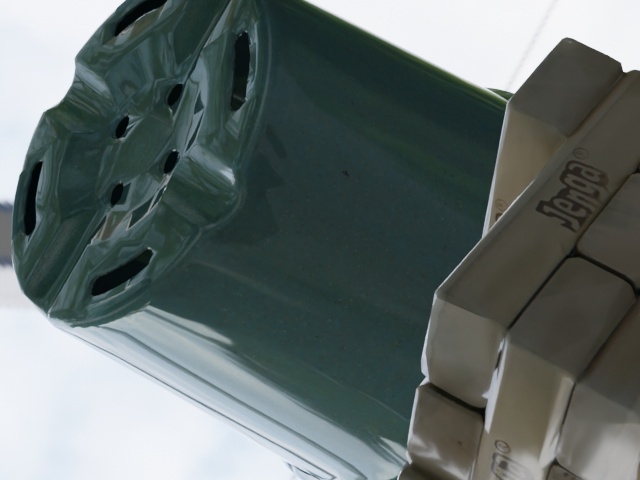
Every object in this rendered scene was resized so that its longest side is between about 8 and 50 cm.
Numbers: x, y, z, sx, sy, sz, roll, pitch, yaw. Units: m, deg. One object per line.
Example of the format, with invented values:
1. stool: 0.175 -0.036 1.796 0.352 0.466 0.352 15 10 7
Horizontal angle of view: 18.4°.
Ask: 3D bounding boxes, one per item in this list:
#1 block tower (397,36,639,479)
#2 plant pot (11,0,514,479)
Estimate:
1. block tower: 0.169 0.083 0.409 0.335 0.091 0.097 29 -129 19
2. plant pot: 0.000 0.000 1.310 0.334 0.341 0.341 28 -120 -37
